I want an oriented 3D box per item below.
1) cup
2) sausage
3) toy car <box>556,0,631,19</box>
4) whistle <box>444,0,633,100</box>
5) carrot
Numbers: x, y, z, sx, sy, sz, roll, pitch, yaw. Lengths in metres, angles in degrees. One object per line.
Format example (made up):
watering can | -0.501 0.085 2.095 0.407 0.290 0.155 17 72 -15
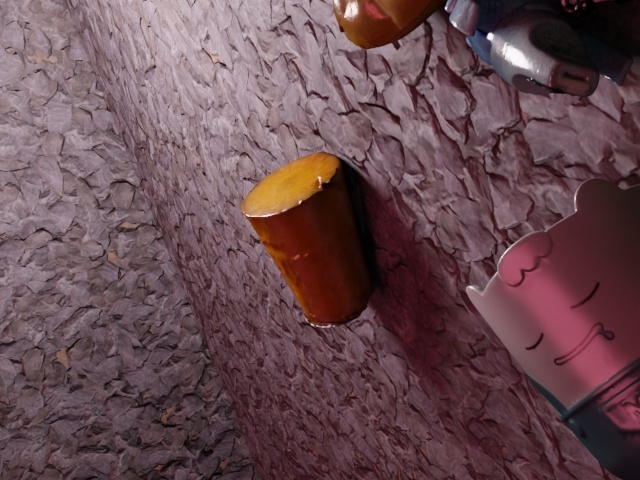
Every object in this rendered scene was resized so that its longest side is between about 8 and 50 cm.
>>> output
cup | 0.324 0.069 0.792 0.289 0.219 0.257 -47 67 31
sausage | 0.102 -0.323 0.958 0.134 0.116 0.354 53 160 -7
toy car | 0.272 -0.239 0.728 0.171 0.080 0.070 17 127 61
whistle | 0.199 -0.201 0.818 0.269 0.180 0.093 -108 36 -60
carrot | 0.000 0.000 1.459 0.196 0.196 0.254 21 143 58
